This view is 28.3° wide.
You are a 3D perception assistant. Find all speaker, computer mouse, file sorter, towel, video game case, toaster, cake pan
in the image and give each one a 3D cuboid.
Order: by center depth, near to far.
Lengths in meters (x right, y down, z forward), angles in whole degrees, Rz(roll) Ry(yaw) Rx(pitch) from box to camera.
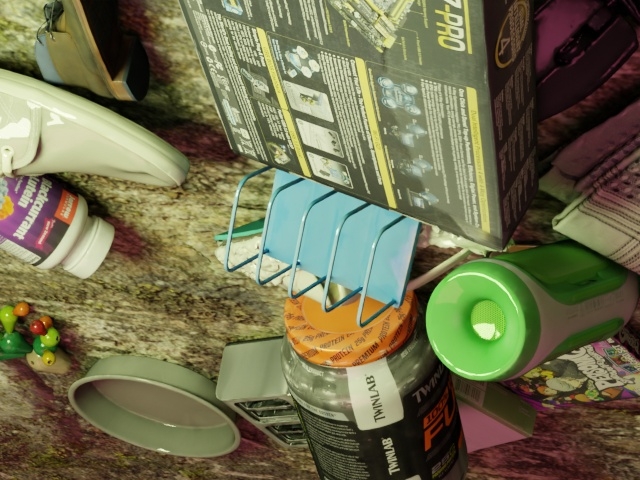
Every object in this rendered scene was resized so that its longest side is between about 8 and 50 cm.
[{"bbox_3d":[0.197,-0.172,1.152,0.188,0.072,0.272,26,147,-20],"label":"computer mouse"},{"bbox_3d":[0.408,-0.042,1.248,0.324,0.056,0.312,31,144,-13],"label":"towel"},{"bbox_3d":[0.000,0.000,1.299,0.170,0.104,0.118,21,115,22],"label":"file sorter"},{"bbox_3d":[0.231,0.066,1.333,0.131,0.131,0.296,-11,180,36],"label":"speaker"},{"bbox_3d":[0.248,0.027,1.512,0.060,0.009,0.083,2,146,22],"label":"towel"},{"bbox_3d":[0.308,0.143,1.643,0.210,0.042,0.232,-14,139,40],"label":"video game case"},{"bbox_3d":[-0.035,0.217,1.845,0.186,0.110,0.168,-10,142,35],"label":"toaster"},{"bbox_3d":[-0.266,0.272,2.086,0.293,0.054,0.293,11,149,7],"label":"cake pan"}]

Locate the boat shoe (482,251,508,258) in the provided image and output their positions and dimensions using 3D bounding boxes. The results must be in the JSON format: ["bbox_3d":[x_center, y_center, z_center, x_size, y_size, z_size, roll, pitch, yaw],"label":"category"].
[{"bbox_3d":[0.222,0.068,1.518,0.043,0.049,0.137,7,135,52],"label":"boat shoe"}]

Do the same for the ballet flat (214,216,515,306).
[{"bbox_3d":[0.041,0.006,1.412,0.409,0.147,0.147,-17,137,40],"label":"ballet flat"}]

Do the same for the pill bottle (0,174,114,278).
[{"bbox_3d":[-0.359,-0.030,1.583,0.193,0.108,0.108,31,145,-26],"label":"pill bottle"}]

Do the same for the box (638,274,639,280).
[{"bbox_3d":[0.450,0.054,1.446,0.136,0.036,0.225,-13,138,38],"label":"box"}]

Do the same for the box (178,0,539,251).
[{"bbox_3d":[0.027,-0.177,1.118,0.318,0.097,0.395,22,153,25],"label":"box"}]

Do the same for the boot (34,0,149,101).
[{"bbox_3d":[-0.253,-0.212,1.270,0.106,0.082,0.219,3,149,14],"label":"boot"}]

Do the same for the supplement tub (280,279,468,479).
[{"bbox_3d":[0.069,0.197,1.638,0.207,0.207,0.338,2,134,20],"label":"supplement tub"}]

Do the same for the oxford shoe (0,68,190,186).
[{"bbox_3d":[-0.363,-0.120,1.384,0.449,0.130,0.169,17,169,0],"label":"oxford shoe"}]

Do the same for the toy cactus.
[{"bbox_3d":[-0.463,0.174,1.985,0.219,0.112,0.180,-19,146,31],"label":"toy cactus"}]

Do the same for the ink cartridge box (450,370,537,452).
[{"bbox_3d":[0.177,0.258,1.873,0.171,0.056,0.235,30,148,-23],"label":"ink cartridge box"}]
